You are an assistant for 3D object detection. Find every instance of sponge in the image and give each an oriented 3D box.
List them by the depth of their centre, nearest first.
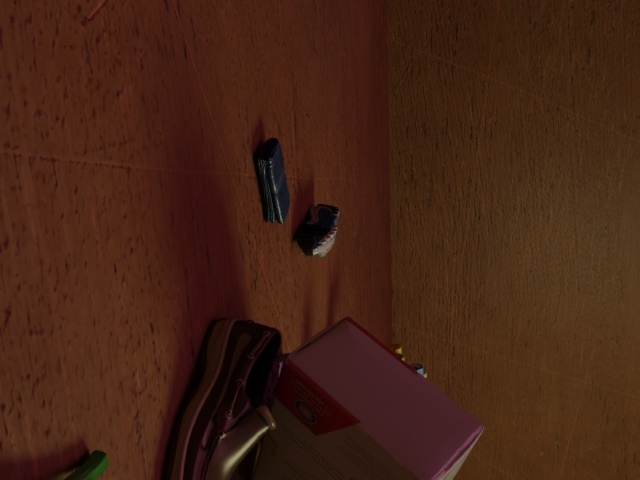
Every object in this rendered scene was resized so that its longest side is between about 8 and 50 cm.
[{"bbox_3d":[-0.062,0.289,1.100,0.117,0.031,0.210,-1,91,-78],"label":"sponge"}]

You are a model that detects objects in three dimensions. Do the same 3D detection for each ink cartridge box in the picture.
[{"bbox_3d":[0.043,0.287,0.897,0.131,0.226,0.306,-32,149,-40],"label":"ink cartridge box"}]

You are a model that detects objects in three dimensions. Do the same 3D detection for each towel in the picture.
[{"bbox_3d":[-0.071,-0.088,1.032,0.067,0.029,0.119,-73,160,-51],"label":"towel"}]

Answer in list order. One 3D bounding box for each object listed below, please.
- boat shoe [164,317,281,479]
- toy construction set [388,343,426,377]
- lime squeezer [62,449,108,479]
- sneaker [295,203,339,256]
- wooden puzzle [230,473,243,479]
[{"bbox_3d":[-0.098,0.199,0.771,0.095,0.095,0.257,74,21,-54],"label":"boat shoe"},{"bbox_3d":[0.098,0.315,1.410,0.328,0.215,0.151,-23,113,-77],"label":"toy construction set"},{"bbox_3d":[-0.207,0.222,0.417,0.110,0.059,0.310,-58,-172,34],"label":"lime squeezer"},{"bbox_3d":[0.000,0.000,1.284,0.190,0.071,0.082,-60,155,-65],"label":"sneaker"},{"bbox_3d":[-0.037,0.388,0.775,0.238,0.044,0.221,45,0,-11],"label":"wooden puzzle"}]
